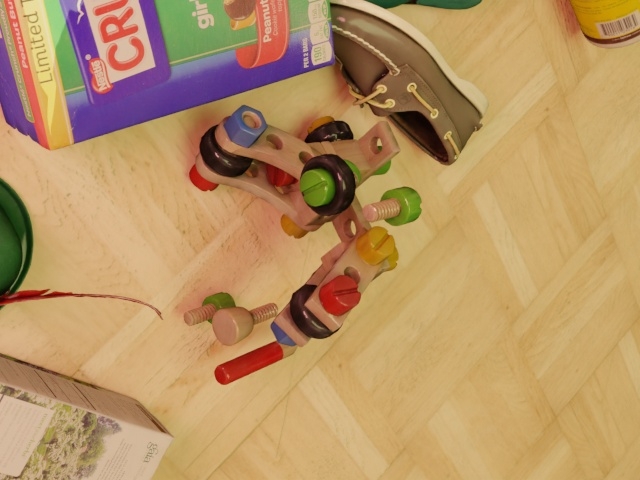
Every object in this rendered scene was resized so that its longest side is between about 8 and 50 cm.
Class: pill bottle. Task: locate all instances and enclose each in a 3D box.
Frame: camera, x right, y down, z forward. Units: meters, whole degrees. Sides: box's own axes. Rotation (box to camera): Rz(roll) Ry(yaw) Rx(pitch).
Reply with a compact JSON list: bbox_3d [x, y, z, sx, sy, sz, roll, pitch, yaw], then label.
[{"bbox_3d":[0.373,-0.367,1.246,0.117,0.117,0.215,-49,130,-13],"label":"pill bottle"}]

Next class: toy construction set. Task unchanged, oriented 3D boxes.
[{"bbox_3d":[0.000,0.000,1.045,0.237,0.257,0.309,-17,138,-47],"label":"toy construction set"}]

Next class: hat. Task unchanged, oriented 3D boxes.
[{"bbox_3d":[-0.294,0.030,0.817,0.208,0.183,0.173,-35,125,-23],"label":"hat"}]

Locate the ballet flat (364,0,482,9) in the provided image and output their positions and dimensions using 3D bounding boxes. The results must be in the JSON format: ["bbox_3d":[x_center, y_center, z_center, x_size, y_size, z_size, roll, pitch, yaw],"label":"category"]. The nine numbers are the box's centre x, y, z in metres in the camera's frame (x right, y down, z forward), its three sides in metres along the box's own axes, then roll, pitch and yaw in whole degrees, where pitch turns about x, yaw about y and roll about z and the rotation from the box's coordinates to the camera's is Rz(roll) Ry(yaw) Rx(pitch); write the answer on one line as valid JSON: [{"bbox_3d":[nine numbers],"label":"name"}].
[{"bbox_3d":[0.107,-0.306,1.101,0.213,0.072,0.068,-11,86,-37],"label":"ballet flat"}]

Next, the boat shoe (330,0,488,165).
[{"bbox_3d":[0.090,-0.182,1.096,0.305,0.109,0.091,28,84,-45],"label":"boat shoe"}]

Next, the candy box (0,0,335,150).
[{"bbox_3d":[-0.152,-0.261,0.862,0.317,0.122,0.268,-22,120,-29],"label":"candy box"}]

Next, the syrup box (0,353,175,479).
[{"bbox_3d":[-0.275,0.191,0.953,0.236,0.096,0.093,30,89,-42],"label":"syrup box"}]
